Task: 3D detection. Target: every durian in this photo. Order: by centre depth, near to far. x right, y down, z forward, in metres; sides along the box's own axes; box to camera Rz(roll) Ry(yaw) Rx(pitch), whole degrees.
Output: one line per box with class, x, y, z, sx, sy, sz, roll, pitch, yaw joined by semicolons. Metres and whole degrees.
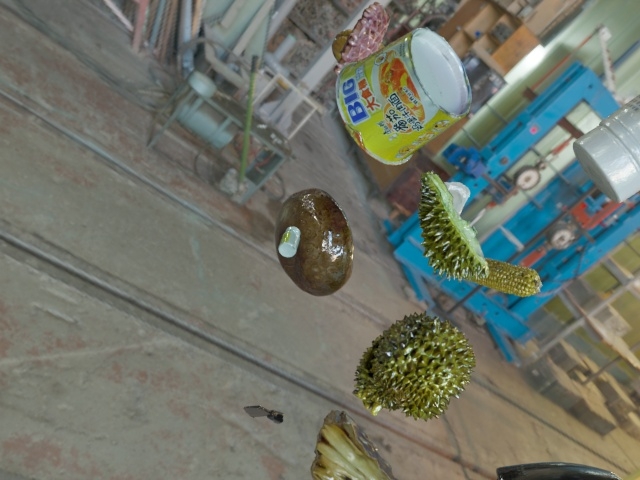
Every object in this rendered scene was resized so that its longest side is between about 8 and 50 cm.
durian;0.224;0.300;1.447;0.258;0.293;0.258;37;31;-27
durian;0.384;-0.028;1.680;0.163;0.198;0.394;-4;-57;57

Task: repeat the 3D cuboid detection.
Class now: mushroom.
mushroom;-0.021;0.005;1.815;0.345;0.345;0.239;47;53;6

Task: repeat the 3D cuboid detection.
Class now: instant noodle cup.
instant noodle cup;0.148;-0.242;0.995;0.205;0.153;0.205;19;61;-39

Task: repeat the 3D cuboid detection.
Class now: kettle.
kettle;0.568;0.619;1.358;0.268;0.290;0.207;-4;82;-78

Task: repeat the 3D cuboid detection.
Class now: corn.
corn;0.556;0.110;1.946;0.313;0.102;0.102;14;0;36

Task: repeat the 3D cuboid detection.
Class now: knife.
knife;-0.145;0.424;1.461;0.230;0.060;0.028;62;18;-64

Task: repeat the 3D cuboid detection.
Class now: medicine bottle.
medicine bottle;0.777;-0.250;1.382;0.190;0.332;0.190;46;19;-21
medicine bottle;-0.080;0.003;1.570;0.047;0.047;0.083;38;34;-18

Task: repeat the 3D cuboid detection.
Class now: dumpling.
dumpling;0.439;-0.116;2.178;0.151;0.229;0.124;22;17;-9

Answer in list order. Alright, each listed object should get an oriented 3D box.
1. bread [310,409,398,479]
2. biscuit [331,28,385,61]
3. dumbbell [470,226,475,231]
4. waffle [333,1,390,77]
bread;0.105;0.686;1.739;0.370;0.191;0.314;47;-6;11
biscuit;0.136;-0.614;1.999;0.220;0.066;0.220;29;-13;7
dumbbell;0.463;-0.031;1.955;0.083;0.040;0.036;12;54;14
waffle;0.108;-0.490;1.516;0.055;0.221;0.234;31;14;11
